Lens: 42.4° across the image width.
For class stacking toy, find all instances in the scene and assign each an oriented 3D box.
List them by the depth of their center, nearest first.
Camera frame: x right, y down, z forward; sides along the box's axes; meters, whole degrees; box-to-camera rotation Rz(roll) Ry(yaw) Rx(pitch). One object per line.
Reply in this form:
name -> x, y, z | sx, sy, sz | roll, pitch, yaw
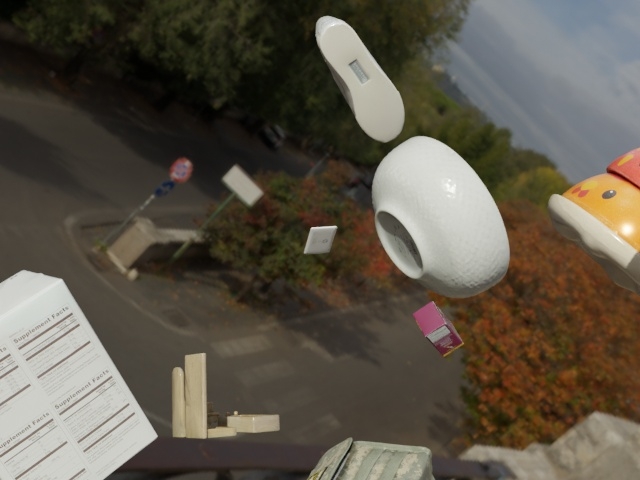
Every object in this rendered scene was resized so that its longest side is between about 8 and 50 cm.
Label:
stacking toy -> 0.740, -0.123, 1.689 | 0.350, 0.480, 0.350 | 40, 6, -5

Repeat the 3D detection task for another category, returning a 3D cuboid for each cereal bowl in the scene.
cereal bowl -> 0.208, -0.026, 1.628 | 0.339, 0.141, 0.339 | 51, -20, 27

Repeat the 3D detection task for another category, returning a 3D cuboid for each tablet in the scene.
tablet -> 0.000, 0.000, 1.625 | 0.054, 0.083, 0.006 | -4, 54, -17

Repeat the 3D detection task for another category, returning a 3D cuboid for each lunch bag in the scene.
lunch bag -> 0.069, 0.531, 1.672 | 0.235, 0.287, 0.169 | -49, 131, -51

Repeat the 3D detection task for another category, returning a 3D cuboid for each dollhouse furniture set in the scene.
dollhouse furniture set -> -0.153, 0.243, 1.304 | 0.151, 0.144, 0.123 | 4, 78, -36

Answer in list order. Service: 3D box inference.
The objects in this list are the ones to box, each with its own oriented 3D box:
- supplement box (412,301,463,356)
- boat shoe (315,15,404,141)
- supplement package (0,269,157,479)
supplement box -> 0.199, 0.150, 1.387 | 0.083, 0.043, 0.055 | 47, 13, -44
boat shoe -> 0.047, -0.208, 1.060 | 0.184, 0.066, 0.063 | 47, 12, -32
supplement package -> -0.399, 0.206, 1.133 | 0.199, 0.198, 0.263 | 3, -56, 56
